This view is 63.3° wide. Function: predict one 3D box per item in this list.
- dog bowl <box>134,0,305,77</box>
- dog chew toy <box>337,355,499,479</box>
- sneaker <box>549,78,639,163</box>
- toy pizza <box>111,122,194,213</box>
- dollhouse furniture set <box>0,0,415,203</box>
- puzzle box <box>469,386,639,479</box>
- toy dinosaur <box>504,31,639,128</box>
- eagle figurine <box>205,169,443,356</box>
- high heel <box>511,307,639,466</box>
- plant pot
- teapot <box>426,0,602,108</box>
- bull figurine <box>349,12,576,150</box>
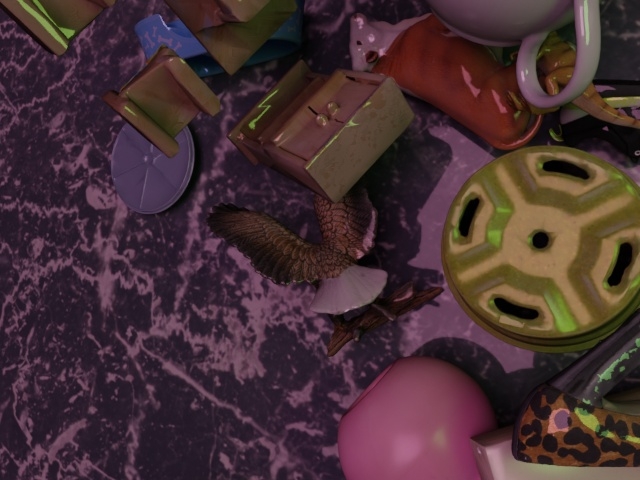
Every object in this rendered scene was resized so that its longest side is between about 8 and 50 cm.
[{"bbox_3d":[-0.162,-0.331,0.853,0.297,0.166,0.074,-5,97,24],"label":"dog bowl"},{"bbox_3d":[0.179,0.305,0.642,0.332,0.206,0.206,44,105,12],"label":"dog chew toy"},{"bbox_3d":[0.410,-0.143,0.636,0.235,0.084,0.097,11,115,25],"label":"sneaker"},{"bbox_3d":[-0.312,-0.149,0.975,0.201,0.032,0.201,-1,87,26],"label":"toy pizza"},{"bbox_3d":[-0.098,-0.260,0.632,0.362,0.394,0.256,-48,36,-6],"label":"dollhouse furniture set"},{"bbox_3d":[0.340,0.369,0.522,0.272,0.052,0.409,-14,82,-6],"label":"puzzle box"},{"bbox_3d":[0.282,-0.180,0.593,0.112,0.064,0.211,-35,79,9],"label":"toy dinosaur"},{"bbox_3d":[-0.005,0.005,0.746,0.225,0.226,0.298,-38,77,39],"label":"eagle figurine"},{"bbox_3d":[0.313,0.218,0.482,0.186,0.093,0.261,-39,83,-1],"label":"high heel"},{"bbox_3d":[0.251,0.007,0.589,0.276,0.254,0.276,-1,87,24],"label":"plant pot"},{"bbox_3d":[0.200,-0.296,0.549,0.252,0.187,0.256,27,63,14],"label":"teapot"},{"bbox_3d":[0.186,-0.254,0.716,0.310,0.101,0.188,41,101,19],"label":"bull figurine"}]
